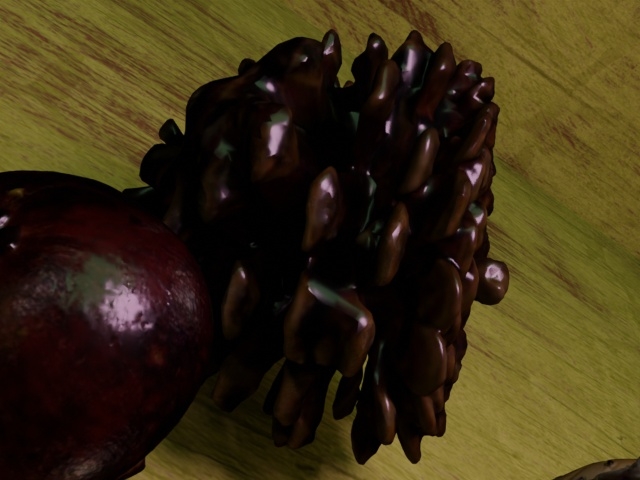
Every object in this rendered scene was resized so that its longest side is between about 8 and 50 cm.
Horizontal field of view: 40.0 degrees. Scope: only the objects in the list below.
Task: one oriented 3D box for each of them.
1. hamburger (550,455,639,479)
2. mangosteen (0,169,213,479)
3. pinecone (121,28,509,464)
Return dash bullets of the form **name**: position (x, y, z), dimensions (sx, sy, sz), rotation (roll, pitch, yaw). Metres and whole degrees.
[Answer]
- **hamburger**: position (0.312, 0.347, 0.768), dimensions (0.318, 0.277, 0.195), rotation (50, 34, 11)
- **mangosteen**: position (-0.181, 0.082, 0.606), dimensions (0.261, 0.235, 0.236), rotation (72, -6, -46)
- **pinecone**: position (0.000, 0.000, 0.811), dimensions (0.397, 0.398, 0.398), rotation (32, 25, -17)
